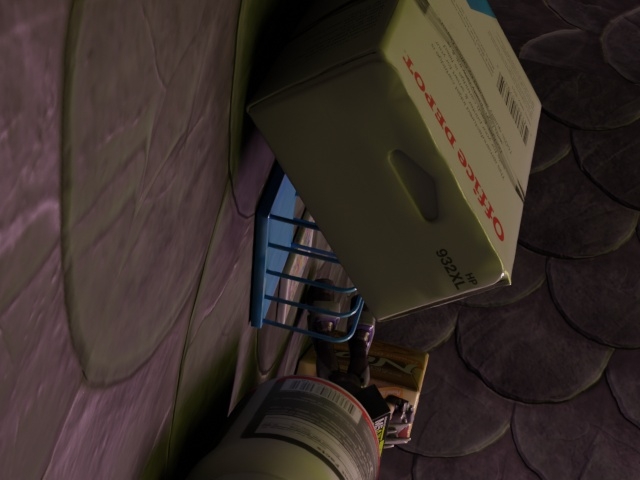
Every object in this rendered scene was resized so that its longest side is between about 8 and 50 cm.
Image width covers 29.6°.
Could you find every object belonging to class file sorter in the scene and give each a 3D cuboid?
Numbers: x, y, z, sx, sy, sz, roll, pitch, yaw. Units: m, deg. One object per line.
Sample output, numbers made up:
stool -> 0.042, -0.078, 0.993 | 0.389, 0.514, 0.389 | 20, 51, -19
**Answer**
file sorter -> 0.000, 0.000, 1.176 | 0.170, 0.104, 0.118 | 96, 9, -49

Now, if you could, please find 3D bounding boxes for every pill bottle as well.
pill bottle -> -0.039, 0.234, 1.081 | 0.283, 0.161, 0.161 | -50, 153, -76

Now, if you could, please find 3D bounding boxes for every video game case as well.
video game case -> -0.028, 0.026, 1.413 | 0.087, 0.011, 0.122 | 97, 9, -47

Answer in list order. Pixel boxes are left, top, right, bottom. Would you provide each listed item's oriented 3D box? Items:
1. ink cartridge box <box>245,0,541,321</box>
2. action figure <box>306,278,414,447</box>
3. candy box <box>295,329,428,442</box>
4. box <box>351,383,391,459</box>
ink cartridge box -> 0.079, -0.114, 1.049 | 0.223, 0.129, 0.307 | 58, 28, -22
action figure -> 0.031, 0.185, 1.564 | 0.285, 0.185, 0.099 | -88, -166, -46
candy box -> 0.067, 0.220, 1.901 | 0.316, 0.183, 0.087 | -31, 134, -82
box -> -0.015, 0.252, 1.350 | 0.184, 0.045, 0.190 | -26, 152, -17
